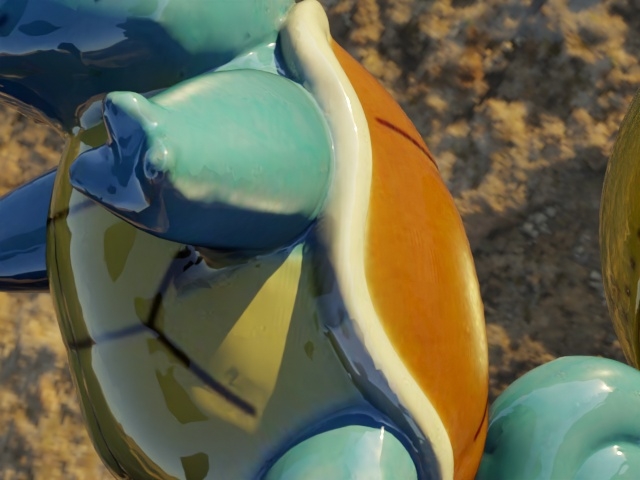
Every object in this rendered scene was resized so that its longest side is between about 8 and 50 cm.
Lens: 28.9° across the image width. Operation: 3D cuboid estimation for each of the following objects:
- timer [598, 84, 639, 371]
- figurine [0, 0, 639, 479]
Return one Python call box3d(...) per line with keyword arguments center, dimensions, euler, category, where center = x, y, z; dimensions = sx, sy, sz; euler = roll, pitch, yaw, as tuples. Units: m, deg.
box3d(center=(0.338, 0.018, 0.631), dimensions=(0.376, 0.376, 0.387), euler=(-51, 34, 13), category="timer")
box3d(center=(-0.023, 0.032, 0.496), dimensions=(0.243, 0.416, 0.298), euler=(-43, 10, -14), category="figurine")
